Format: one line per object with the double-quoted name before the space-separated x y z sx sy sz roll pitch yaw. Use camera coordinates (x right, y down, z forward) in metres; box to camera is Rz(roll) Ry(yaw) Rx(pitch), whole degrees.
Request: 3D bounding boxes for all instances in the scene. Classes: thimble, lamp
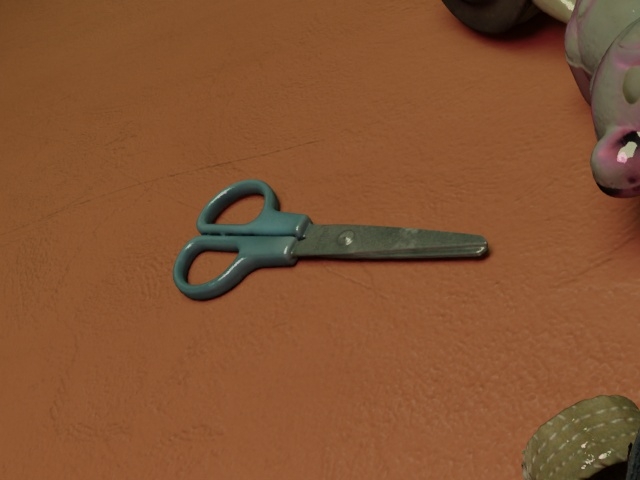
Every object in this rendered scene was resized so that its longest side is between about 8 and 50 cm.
"thimble" 0.214 0.175 0.654 0.110 0.084 0.062 -40 37 16
"lamp" 0.346 -0.187 0.793 0.247 0.247 0.301 -20 35 14

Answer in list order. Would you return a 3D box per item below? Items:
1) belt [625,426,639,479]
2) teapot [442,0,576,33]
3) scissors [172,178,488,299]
"belt" 0.309 0.116 0.546 0.267 0.206 0.116 -49 42 -10
"teapot" 0.293 -0.409 1.051 0.239 0.240 0.321 -28 31 -15
"scissors" 0.000 0.000 1.016 0.447 0.029 0.193 2 53 37
